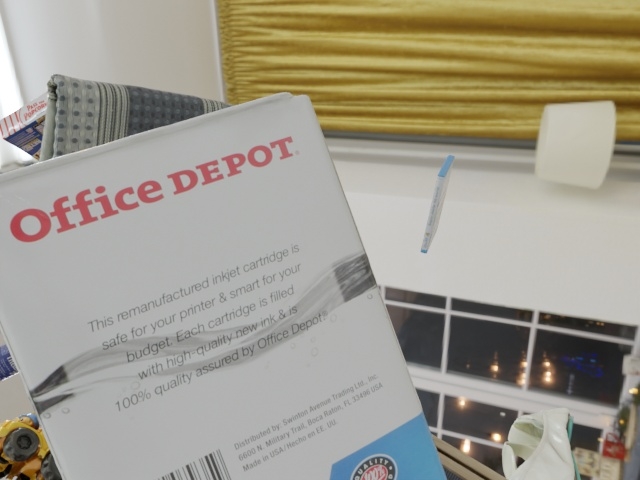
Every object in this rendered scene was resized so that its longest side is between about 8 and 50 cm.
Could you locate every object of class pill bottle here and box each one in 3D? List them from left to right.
[{"bbox_3d":[-0.623,0.237,1.115,0.120,0.067,0.067,-27,-48,-17],"label":"pill bottle"}]

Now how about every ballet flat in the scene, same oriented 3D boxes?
[{"bbox_3d":[0.429,0.411,1.063,0.400,0.139,0.139,-7,-76,-67],"label":"ballet flat"}]

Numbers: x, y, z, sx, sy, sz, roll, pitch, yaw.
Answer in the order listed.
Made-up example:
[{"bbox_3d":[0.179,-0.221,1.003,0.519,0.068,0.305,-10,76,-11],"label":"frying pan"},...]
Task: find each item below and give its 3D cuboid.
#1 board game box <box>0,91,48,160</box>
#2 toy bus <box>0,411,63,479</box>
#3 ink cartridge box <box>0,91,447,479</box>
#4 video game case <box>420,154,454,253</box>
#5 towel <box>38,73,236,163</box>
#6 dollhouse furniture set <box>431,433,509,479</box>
[{"bbox_3d":[-0.448,-0.189,0.984,0.045,0.147,0.193,61,-178,22],"label":"board game box"},{"bbox_3d":[-0.620,0.447,1.217,0.220,0.149,0.211,44,-153,-21],"label":"toy bus"},{"bbox_3d":[-0.072,0.081,0.391,0.307,0.223,0.129,70,162,-4],"label":"ink cartridge box"},{"bbox_3d":[0.230,-0.072,1.062,0.119,0.015,0.166,-51,-28,-56],"label":"video game case"},{"bbox_3d":[-0.267,-0.064,0.814,0.312,0.056,0.324,-8,-65,-51],"label":"towel"},{"bbox_3d":[0.120,0.307,0.582,0.129,0.129,0.183,-53,-19,-29],"label":"dollhouse furniture set"}]
